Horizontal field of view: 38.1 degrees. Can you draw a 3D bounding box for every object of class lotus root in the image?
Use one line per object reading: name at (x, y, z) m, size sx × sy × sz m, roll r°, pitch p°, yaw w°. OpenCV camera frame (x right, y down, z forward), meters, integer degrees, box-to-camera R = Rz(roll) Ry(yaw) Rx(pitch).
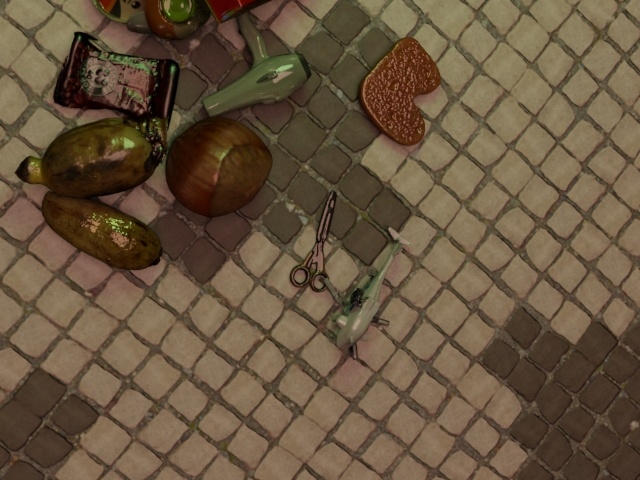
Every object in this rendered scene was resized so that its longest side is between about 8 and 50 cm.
lotus root at (-0.436, -0.017, 1.849) m, size 0.258 × 0.097 × 0.110 m, roll 25°, pitch 91°, yaw -9°
lotus root at (-0.433, -0.157, 1.802) m, size 0.314 × 0.169 × 0.142 m, roll -14°, pitch 110°, yaw -3°

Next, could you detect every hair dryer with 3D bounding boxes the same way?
hair dryer at (-0.179, -0.370, 1.903) m, size 0.229 × 0.092 × 0.267 m, roll -42°, pitch 87°, yaw -1°

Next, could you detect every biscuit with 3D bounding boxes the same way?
biscuit at (0.182, -0.316, 1.991) m, size 0.186 × 0.036 × 0.192 m, roll 44°, pitch 84°, yaw -14°
biscuit at (-0.402, -0.316, 1.850) m, size 0.235 × 0.063 × 0.151 m, roll 14°, pitch 90°, yaw -10°

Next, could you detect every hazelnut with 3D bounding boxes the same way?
hazelnut at (-0.210, -0.148, 1.854) m, size 0.214 × 0.176 × 0.214 m, roll 3°, pitch 56°, yaw -5°

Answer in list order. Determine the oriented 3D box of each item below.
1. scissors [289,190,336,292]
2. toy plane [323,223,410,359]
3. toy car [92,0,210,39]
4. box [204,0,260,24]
scissors at (0.000, 0.000, 1.983) m, size 0.088 × 0.017 × 0.220 m, roll 16°, pitch 90°, yaw -12°
toy plane at (0.118, 0.113, 1.972) m, size 0.273 × 0.107 × 0.182 m, roll -41°, pitch 106°, yaw -11°
toy car at (-0.346, -0.499, 1.829) m, size 0.235 × 0.145 × 0.235 m, roll 1°, pitch 99°, yaw 7°
box at (-0.125, -0.568, 1.802) m, size 0.313 × 0.089 × 0.197 m, roll -39°, pitch 102°, yaw -43°
